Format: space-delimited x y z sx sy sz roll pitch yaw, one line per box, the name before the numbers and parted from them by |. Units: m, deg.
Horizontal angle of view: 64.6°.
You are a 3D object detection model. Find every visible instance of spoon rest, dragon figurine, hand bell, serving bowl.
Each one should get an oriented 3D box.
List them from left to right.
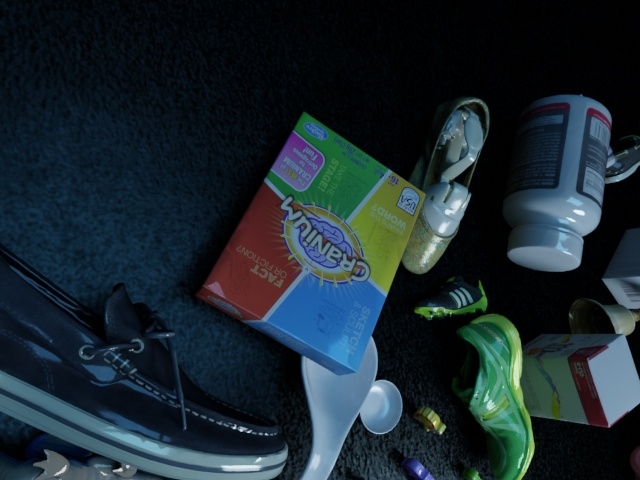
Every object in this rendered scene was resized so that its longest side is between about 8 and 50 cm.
dragon figurine | -0.286 0.264 0.567 0.289 0.144 0.085 25 68 -45
spoon rest | 0.008 0.243 0.741 0.137 0.084 0.276 28 70 -24
serving bowl | 0.090 0.266 0.816 0.083 0.027 0.083 5 80 -30
hand bell | 0.671 0.158 1.072 0.242 0.126 0.126 -11 88 -14

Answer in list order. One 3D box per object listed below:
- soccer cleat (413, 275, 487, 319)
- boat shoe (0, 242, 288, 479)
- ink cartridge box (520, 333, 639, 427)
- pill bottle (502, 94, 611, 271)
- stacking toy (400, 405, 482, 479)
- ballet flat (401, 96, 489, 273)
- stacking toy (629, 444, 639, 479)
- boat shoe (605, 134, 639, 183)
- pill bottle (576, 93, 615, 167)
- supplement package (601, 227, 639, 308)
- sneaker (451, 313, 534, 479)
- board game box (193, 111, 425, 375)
soccer cleat | 0.230 0.102 0.910 0.179 0.060 0.072 2 72 -36
boat shoe | -0.236 0.129 0.564 0.500 0.187 0.156 32 74 -16
ink cartridge box | 0.473 0.255 0.953 0.128 0.176 0.127 -18 89 -31
pill bottle | 0.461 -0.108 1.001 0.176 0.176 0.318 25 71 -25
stacking toy | 0.185 0.411 0.835 0.167 0.052 0.221 -45 105 -27
ballet flat | 0.224 -0.110 0.902 0.123 0.123 0.348 28 70 -24
stacking toy | 0.849 0.491 1.084 0.309 0.279 0.130 -31 109 -31
boat shoe | 0.757 -0.218 1.242 0.228 0.081 0.068 -33 103 -27
pill bottle | 0.582 -0.235 1.137 0.094 0.094 0.169 -30 98 -30
supplement package | 0.764 0.061 1.190 0.105 0.105 0.179 49 62 -14
sneaker | 0.296 0.281 0.904 0.124 0.109 0.295 -7 88 -8
board game box | 0.000 0.000 0.750 0.242 0.064 0.316 31 63 -12
